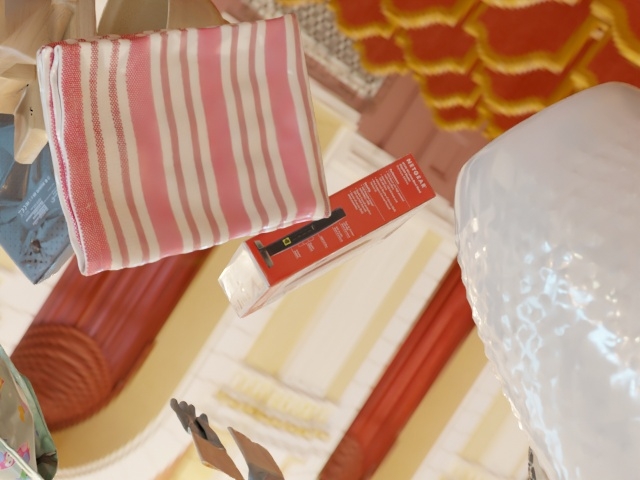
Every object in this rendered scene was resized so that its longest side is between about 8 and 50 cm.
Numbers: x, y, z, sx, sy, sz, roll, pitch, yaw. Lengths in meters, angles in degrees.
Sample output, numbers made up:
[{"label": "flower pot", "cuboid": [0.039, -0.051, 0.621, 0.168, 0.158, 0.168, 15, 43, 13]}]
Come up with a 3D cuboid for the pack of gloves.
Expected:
[{"label": "pack of gloves", "cuboid": [-0.123, 0.309, 1.630, 0.195, 0.046, 0.232, 35, -177, -25]}]

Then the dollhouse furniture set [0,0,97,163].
[{"label": "dollhouse furniture set", "cuboid": [-0.394, -0.191, 0.893, 0.362, 0.256, 0.394, 2, 162, -25]}]

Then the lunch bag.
[{"label": "lunch bag", "cuboid": [-0.447, 0.237, 1.410, 0.262, 0.224, 0.160, 77, 176, -60]}]

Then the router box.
[{"label": "router box", "cuboid": [0.000, 0.000, 1.934, 0.082, 0.301, 0.335, 60, 165, 5]}]

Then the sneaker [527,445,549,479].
[{"label": "sneaker", "cuboid": [0.338, 0.348, 1.393, 0.283, 0.122, 0.110, 64, 180, 24]}]

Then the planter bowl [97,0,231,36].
[{"label": "planter bowl", "cuboid": [-0.156, -0.202, 1.267, 0.109, 0.162, 0.162, 11, -165, -36]}]

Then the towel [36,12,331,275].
[{"label": "towel", "cuboid": [-0.078, -0.066, 0.762, 0.197, 0.144, 0.029, -15, -172, -36]}]

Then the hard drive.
[{"label": "hard drive", "cuboid": [-0.366, -0.089, 1.489, 0.254, 0.172, 0.054, 51, -157, 18]}]

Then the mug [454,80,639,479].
[{"label": "mug", "cuboid": [0.298, 0.036, 1.046, 0.374, 0.276, 0.328, -18, -104, -44]}]
